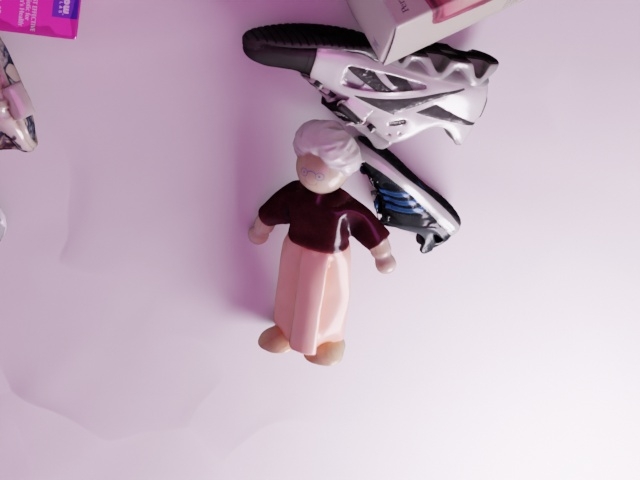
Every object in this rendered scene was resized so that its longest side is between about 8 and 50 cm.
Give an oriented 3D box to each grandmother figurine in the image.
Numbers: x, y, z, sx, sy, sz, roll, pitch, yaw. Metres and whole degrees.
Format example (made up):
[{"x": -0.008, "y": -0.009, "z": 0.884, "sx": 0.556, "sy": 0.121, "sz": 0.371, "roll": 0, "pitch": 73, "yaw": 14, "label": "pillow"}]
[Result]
[{"x": 0.000, "y": 0.000, "z": 1.800, "sx": 0.208, "sy": 0.104, "sz": 0.342, "roll": 8, "pitch": 119, "yaw": 8, "label": "grandmother figurine"}]

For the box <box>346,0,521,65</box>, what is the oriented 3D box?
[{"x": 0.147, "y": -0.336, "z": 1.625, "sx": 0.232, "sy": 0.127, "sz": 0.148, "roll": -27, "pitch": 81, "yaw": -12, "label": "box"}]

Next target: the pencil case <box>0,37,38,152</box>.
[{"x": -0.543, "y": -0.143, "z": 1.627, "sx": 0.411, "sy": 0.183, "sz": 0.159, "roll": -12, "pitch": 118, "yaw": -4, "label": "pencil case"}]

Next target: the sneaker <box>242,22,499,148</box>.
[{"x": 0.055, "y": -0.188, "z": 1.735, "sx": 0.331, "sy": 0.122, "sz": 0.146, "roll": 9, "pitch": 111, "yaw": -13, "label": "sneaker"}]

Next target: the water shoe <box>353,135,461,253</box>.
[{"x": 0.100, "y": -0.056, "z": 1.830, "sx": 0.203, "sy": 0.073, "sz": 0.080, "roll": 39, "pitch": 105, "yaw": -22, "label": "water shoe"}]

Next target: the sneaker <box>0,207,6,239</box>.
[{"x": -0.529, "y": 0.033, "z": 1.745, "sx": 0.281, "sy": 0.115, "sz": 0.105, "roll": -25, "pitch": 116, "yaw": 3, "label": "sneaker"}]

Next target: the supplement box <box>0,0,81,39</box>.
[{"x": -0.391, "y": -0.315, "z": 1.612, "sx": 0.220, "sy": 0.114, "sz": 0.111, "roll": 5, "pitch": 112, "yaw": -13, "label": "supplement box"}]
